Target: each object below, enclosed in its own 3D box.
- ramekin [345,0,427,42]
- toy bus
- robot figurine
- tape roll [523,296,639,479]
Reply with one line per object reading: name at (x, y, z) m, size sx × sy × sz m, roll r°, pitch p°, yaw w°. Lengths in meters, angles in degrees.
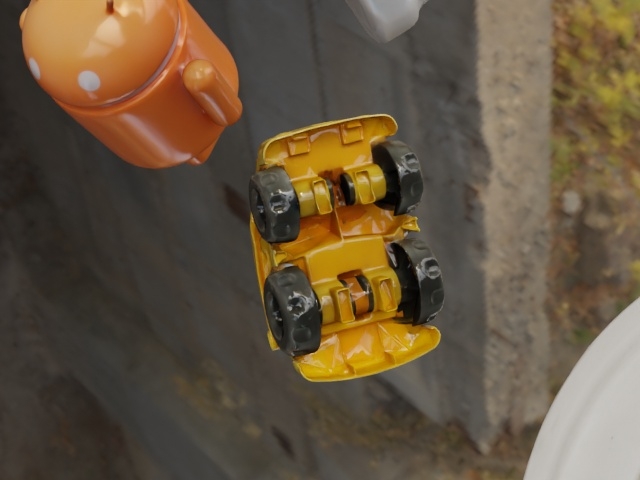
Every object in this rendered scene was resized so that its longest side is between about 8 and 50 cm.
ramekin at (0.008, -0.244, 0.731) m, size 0.127 × 0.273 × 0.273 m, roll -34°, pitch 146°, yaw 4°
toy bus at (0.000, 0.000, 1.325) m, size 0.149 × 0.211 × 0.220 m, roll -13°, pitch 99°, yaw -18°
robot figurine at (-0.145, -0.136, 1.114) m, size 0.128 × 0.158 × 0.219 m, roll -30°, pitch 151°, yaw 8°
tape roll at (0.217, 0.143, 0.625) m, size 0.100 × 0.286 × 0.286 m, roll 22°, pitch 101°, yaw -38°
